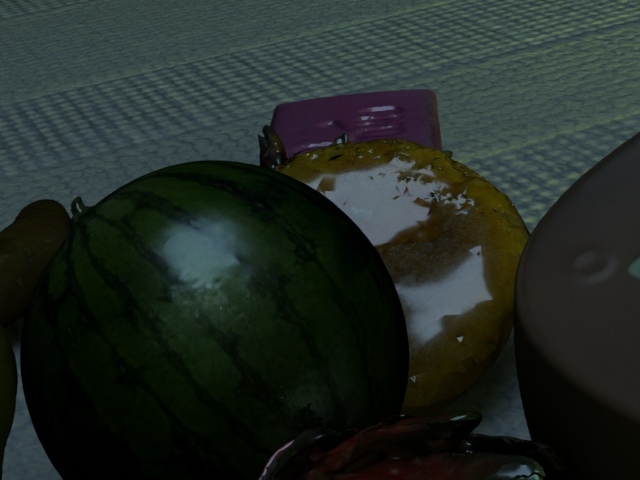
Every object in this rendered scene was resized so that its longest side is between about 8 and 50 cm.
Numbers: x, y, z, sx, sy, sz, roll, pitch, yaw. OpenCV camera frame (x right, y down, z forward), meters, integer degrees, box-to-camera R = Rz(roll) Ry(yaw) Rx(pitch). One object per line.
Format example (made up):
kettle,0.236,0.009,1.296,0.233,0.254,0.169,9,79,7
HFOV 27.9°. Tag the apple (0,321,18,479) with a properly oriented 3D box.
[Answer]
apple,-0.314,0.110,0.738,0.254,0.292,0.292,17,19,-18

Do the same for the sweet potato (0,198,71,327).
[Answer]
sweet potato,-0.285,0.041,1.134,0.108,0.079,0.346,-26,14,33

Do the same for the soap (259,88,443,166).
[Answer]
soap,0.035,-0.073,1.279,0.181,0.081,0.259,-4,24,6

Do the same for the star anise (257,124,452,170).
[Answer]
star anise,0.000,-0.001,1.080,0.288,0.088,0.288,-5,54,7

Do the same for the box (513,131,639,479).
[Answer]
box,0.243,0.072,0.651,0.301,0.216,0.301,-21,34,15

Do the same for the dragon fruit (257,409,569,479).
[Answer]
dragon fruit,0.040,0.170,0.643,0.182,0.182,0.188,-23,21,-31

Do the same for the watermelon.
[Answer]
watermelon,-0.066,0.070,0.800,0.242,0.242,0.242,-6,25,3

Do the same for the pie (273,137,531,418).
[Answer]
pie,0.034,0.027,0.962,0.273,0.069,0.273,-7,50,8
